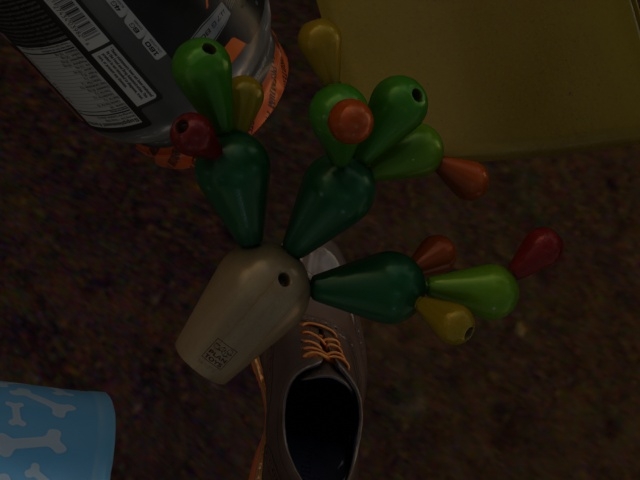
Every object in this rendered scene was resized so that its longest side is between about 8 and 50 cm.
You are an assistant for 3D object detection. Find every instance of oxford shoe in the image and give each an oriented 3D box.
[{"bbox_3d":[0.002,0.132,1.567,0.130,0.132,0.363,9,56,-15],"label":"oxford shoe"}]

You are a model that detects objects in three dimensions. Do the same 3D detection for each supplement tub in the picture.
[{"bbox_3d":[-0.168,-0.211,1.237,0.193,0.193,0.316,-48,132,-9],"label":"supplement tub"}]

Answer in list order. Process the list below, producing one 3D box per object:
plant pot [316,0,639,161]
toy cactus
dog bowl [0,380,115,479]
[{"bbox_3d":[0.107,-0.149,1.010,0.187,0.212,0.212,-16,94,15],"label":"plant pot"},{"bbox_3d":[0.000,0.000,0.769,0.219,0.112,0.180,34,102,-27],"label":"toy cactus"},{"bbox_3d":[-0.154,0.177,0.569,0.074,0.166,0.297,23,49,-16],"label":"dog bowl"}]
